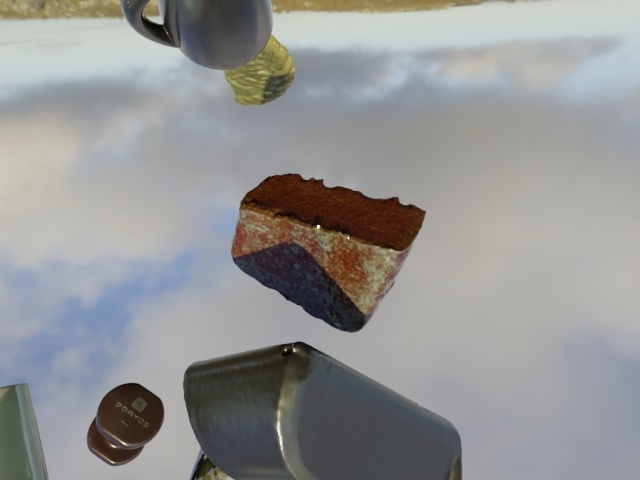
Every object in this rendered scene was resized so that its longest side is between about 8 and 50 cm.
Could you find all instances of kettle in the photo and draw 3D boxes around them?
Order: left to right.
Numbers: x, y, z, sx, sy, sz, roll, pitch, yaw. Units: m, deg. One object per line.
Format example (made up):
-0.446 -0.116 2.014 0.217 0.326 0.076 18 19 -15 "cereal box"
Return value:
-0.371 0.250 0.626 0.127 0.148 0.098 -21 169 0 "kettle"
-0.215 -0.437 0.995 0.268 0.207 0.290 -30 180 -5 "kettle"

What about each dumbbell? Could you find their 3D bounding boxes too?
-0.439 0.413 1.255 0.140 0.225 0.124 37 -131 -5 "dumbbell"

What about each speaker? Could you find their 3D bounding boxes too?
0.023 0.274 0.662 0.180 0.388 0.184 -19 -131 37 "speaker"

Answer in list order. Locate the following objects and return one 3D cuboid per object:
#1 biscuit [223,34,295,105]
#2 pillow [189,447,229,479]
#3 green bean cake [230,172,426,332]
-0.152 -0.405 1.308 0.187 0.273 0.036 -1 -116 12 "biscuit"
-0.183 0.397 1.093 0.212 0.052 0.208 -45 -165 19 "pillow"
0.000 0.000 0.759 0.232 0.198 0.097 28 -139 13 "green bean cake"
